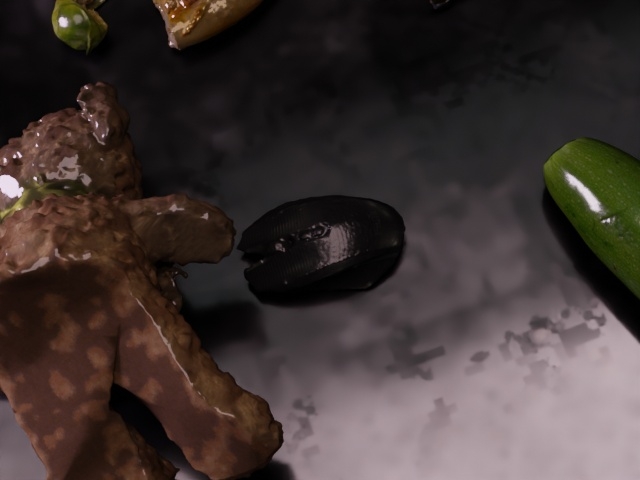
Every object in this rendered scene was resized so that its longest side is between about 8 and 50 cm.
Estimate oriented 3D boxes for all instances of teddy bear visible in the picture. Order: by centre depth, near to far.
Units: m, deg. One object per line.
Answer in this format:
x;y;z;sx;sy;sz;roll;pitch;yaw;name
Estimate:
-0.159;0.055;1.381;0.246;0.222;0.296;-35;100;22;teddy bear

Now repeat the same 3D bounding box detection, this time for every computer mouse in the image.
0.000;0.000;1.431;0.135;0.047;0.079;-12;66;3;computer mouse

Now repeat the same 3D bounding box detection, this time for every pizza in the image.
-0.078;-0.270;1.545;0.127;0.058;0.246;24;69;15;pizza

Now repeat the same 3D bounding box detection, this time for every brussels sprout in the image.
-0.199;-0.198;1.539;0.051;0.046;0.083;4;58;12;brussels sprout

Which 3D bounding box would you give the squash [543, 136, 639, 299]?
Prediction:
0.275;0.023;1.374;0.082;0.082;0.292;-39;69;-11;squash

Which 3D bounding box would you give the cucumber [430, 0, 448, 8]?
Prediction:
0.132;-0.268;1.535;0.043;0.039;0.163;5;64;30;cucumber
